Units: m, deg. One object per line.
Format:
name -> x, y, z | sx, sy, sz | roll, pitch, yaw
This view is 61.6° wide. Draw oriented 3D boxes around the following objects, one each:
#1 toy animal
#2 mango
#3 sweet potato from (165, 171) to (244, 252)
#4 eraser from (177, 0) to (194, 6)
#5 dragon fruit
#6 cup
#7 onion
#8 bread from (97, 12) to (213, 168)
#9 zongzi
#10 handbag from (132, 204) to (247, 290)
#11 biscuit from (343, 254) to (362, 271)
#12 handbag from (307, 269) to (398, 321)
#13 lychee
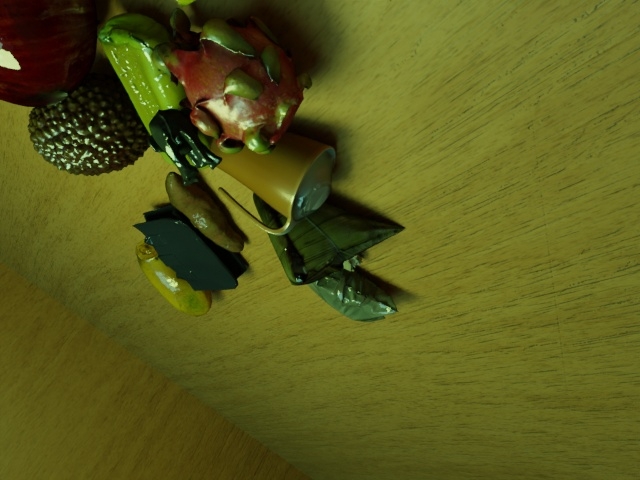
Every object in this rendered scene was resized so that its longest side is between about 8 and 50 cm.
toy animal -> -0.270, -0.196, 1.081 | 0.146, 0.114, 0.245 | 53, 165, -6
mango -> -0.510, 0.131, 1.872 | 0.359, 0.144, 0.187 | 52, 155, -25
sweet potato -> -0.333, -0.084, 1.509 | 0.106, 0.095, 0.355 | 26, 160, 43
eraser -> -0.231, -0.485, 0.957 | 0.122, 0.045, 0.097 | -3, 135, 40
dragon fruit -> -0.168, -0.296, 0.994 | 0.307, 0.227, 0.243 | 30, 166, 47
cup -> -0.112, -0.146, 1.171 | 0.263, 0.226, 0.182 | 29, -178, 14
onion -> -0.603, -0.428, 1.078 | 0.341, 0.341, 0.341 | 20, 145, 15
bread -> -0.338, -0.320, 1.191 | 0.166, 0.112, 0.384 | 14, 145, 25
zongzi -> 0.015, -0.065, 1.285 | 0.138, 0.299, 0.286 | 72, 173, -75
handbag -> -0.413, 0.024, 1.694 | 0.269, 0.118, 0.326 | -7, 131, 33
biscuit -> 0.000, 0.000, 1.396 | 0.238, 0.062, 0.108 | 19, 145, 15
handbag -> 0.079, 0.140, 1.470 | 0.270, 0.117, 0.182 | 29, 165, 0
lychee -> -0.558, -0.271, 1.300 | 0.267, 0.268, 0.268 | 20, 145, 15
